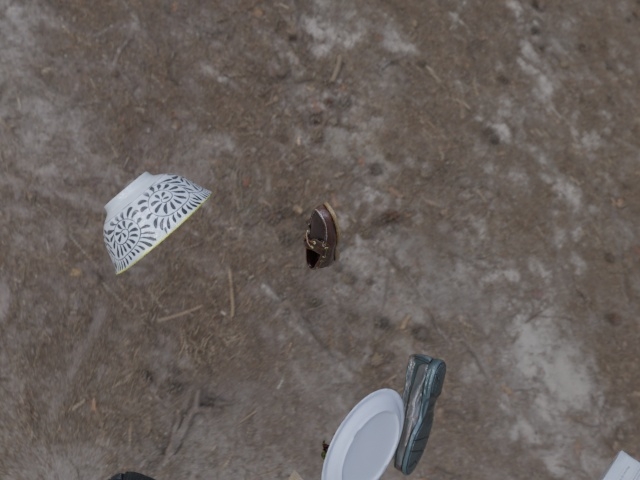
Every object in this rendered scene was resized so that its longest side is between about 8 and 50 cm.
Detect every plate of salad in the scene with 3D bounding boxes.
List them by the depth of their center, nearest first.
[{"bbox_3d":[0.064,0.323,1.084,0.048,0.199,0.200,23,52,39],"label":"plate of salad"}]

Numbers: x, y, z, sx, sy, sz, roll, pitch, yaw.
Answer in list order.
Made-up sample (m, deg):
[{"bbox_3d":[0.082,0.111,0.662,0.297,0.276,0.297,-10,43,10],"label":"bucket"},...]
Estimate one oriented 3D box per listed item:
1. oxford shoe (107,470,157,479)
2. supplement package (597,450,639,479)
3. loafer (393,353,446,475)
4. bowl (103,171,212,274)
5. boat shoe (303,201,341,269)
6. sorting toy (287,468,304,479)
[{"bbox_3d":[-0.079,0.257,0.547,0.082,0.227,0.096,-56,139,-21],"label":"oxford shoe"},{"bbox_3d":[0.382,0.463,0.933,0.145,0.204,0.262,35,54,27],"label":"supplement package"},{"bbox_3d":[0.208,0.387,1.543,0.096,0.084,0.267,21,86,-57],"label":"loafer"},{"bbox_3d":[-0.235,-0.039,0.918,0.080,0.170,0.170,50,61,-12],"label":"bowl"},{"bbox_3d":[0.000,0.000,1.429,0.073,0.207,0.073,-24,59,-13],"label":"boat shoe"},{"bbox_3d":[-0.074,0.634,1.531,0.038,0.208,0.193,33,82,-14],"label":"sorting toy"}]
